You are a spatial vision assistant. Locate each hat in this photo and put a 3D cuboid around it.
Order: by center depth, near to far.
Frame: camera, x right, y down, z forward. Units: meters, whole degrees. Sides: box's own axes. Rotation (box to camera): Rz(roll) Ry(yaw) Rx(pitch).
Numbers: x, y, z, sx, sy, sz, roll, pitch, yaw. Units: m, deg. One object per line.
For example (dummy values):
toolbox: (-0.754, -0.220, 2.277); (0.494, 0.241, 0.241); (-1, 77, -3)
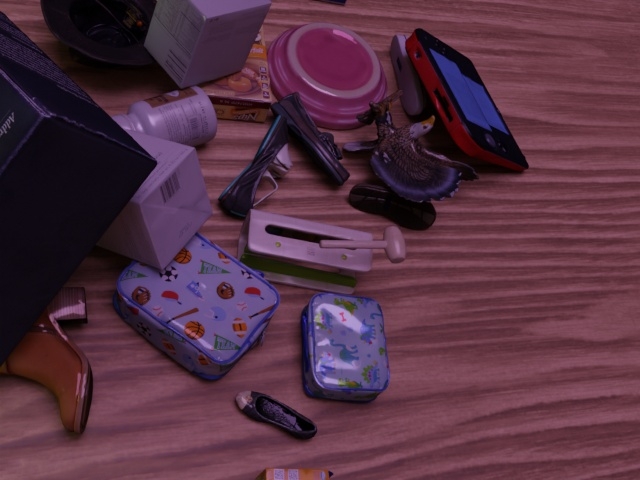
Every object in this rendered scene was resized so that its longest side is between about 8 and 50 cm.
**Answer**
hat: (-0.506, -0.482, 1.784); (0.331, 0.134, 0.332); (22, 46, -25)

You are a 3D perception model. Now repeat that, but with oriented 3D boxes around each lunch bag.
lunch bag: (-0.238, 0.118, 1.539); (0.303, 0.115, 0.243); (36, 53, 4)
lunch bag: (0.045, 0.219, 1.595); (0.175, 0.090, 0.219); (6, 59, -18)

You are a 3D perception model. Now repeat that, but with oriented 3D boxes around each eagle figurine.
eagle figurine: (0.217, -0.212, 1.849); (0.226, 0.225, 0.298); (-35, 89, -14)

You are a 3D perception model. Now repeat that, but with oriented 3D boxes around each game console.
game console: (0.386, -0.365, 2.010); (0.341, 0.060, 0.387); (6, 55, -48)

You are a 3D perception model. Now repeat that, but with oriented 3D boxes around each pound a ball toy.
pound a ball toy: (0.000, 0.000, 1.638); (0.318, 0.208, 0.136); (10, 58, -14)

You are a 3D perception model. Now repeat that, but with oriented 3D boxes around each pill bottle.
pill bottle: (-0.356, -0.251, 1.702); (0.229, 0.131, 0.131); (-24, 71, -30)

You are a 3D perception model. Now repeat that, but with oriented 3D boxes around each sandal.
sandal: (0.174, -0.092, 1.848); (0.219, 0.090, 0.060); (14, 35, -4)

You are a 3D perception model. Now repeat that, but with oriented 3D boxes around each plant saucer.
plant saucer: (0.025, -0.441, 1.988); (0.331, 0.084, 0.332); (9, 58, -15)

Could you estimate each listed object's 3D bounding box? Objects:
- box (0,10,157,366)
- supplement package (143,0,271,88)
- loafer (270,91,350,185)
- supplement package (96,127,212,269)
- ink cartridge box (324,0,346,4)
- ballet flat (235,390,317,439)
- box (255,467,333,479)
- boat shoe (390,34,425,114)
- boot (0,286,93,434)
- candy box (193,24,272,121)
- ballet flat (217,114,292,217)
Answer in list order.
box: (-0.617, -0.114, 1.240); (0.471, 0.297, 0.480); (43, 98, 22)
supplement package: (-0.253, -0.478, 1.708); (0.194, 0.203, 0.149); (-29, 72, -42)
loafer: (-0.010, -0.250, 1.841); (0.084, 0.096, 0.267); (-39, 76, -7)
supplement package: (-0.391, -0.098, 1.503); (0.292, 0.175, 0.178); (17, 50, 24)
ink cartridge box: (-0.038, -0.779, 2.188); (0.223, 0.045, 0.224); (3, 59, -18)
ballet flat: (-0.083, 0.334, 1.503); (0.173, 0.049, 0.058); (25, 54, -5)
box: (-0.045, 0.446, 1.431); (0.136, 0.081, 0.028); (8, 58, -15)
boat shoe: (0.255, -0.446, 2.075); (0.088, 0.096, 0.268); (0, 52, -15)
boot: (-0.527, 0.217, 1.380); (0.220, 0.109, 0.284); (-6, 74, -15)
candy box: (-0.228, -0.446, 1.892); (0.182, 0.088, 0.317); (2, 60, -19)
ballet flat: (-0.129, -0.161, 1.765); (0.096, 0.095, 0.281); (36, 65, -9)
